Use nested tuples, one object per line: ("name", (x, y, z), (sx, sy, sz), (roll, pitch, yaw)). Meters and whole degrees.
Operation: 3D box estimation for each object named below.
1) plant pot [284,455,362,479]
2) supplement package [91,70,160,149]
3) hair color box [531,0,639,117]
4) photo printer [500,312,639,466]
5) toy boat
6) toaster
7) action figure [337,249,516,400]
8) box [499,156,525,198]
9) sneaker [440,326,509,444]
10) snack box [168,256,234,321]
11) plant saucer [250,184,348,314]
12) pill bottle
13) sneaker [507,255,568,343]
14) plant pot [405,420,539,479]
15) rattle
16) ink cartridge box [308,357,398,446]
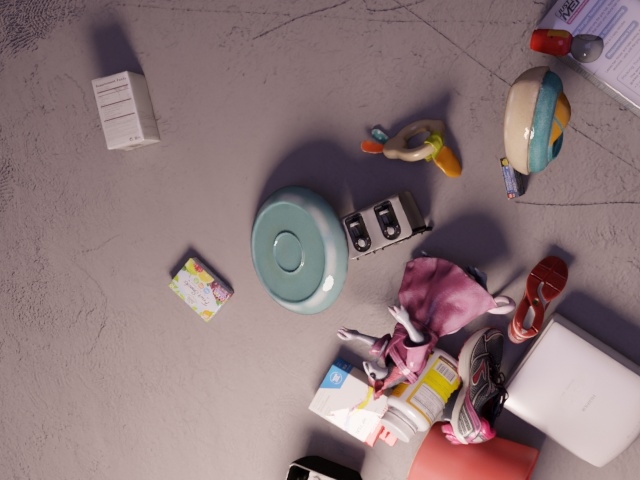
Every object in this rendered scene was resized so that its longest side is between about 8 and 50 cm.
("plant pot", (0.006, 0.633, 1.954), (0.188, 0.167, 0.188), (18, 100, 10))
("supplement package", (-0.493, -0.328, 2.016), (0.105, 0.105, 0.179), (-13, 92, 14))
("hair color box", (0.671, -0.415, 1.735), (0.374, 0.113, 0.185), (39, 102, 7))
("photo printer", (0.597, 0.352, 1.822), (0.308, 0.107, 0.256), (34, 101, 8))
("toy boat", (0.480, -0.303, 1.644), (0.148, 0.267, 0.318), (15, 74, 20))
("toaster", (0.151, -0.036, 1.865), (0.168, 0.186, 0.110), (-22, 87, 22))
("action figure", (0.224, 0.215, 1.831), (0.276, 0.248, 0.370), (34, 75, -16))
("box", (0.436, -0.145, 1.800), (0.027, 0.137, 0.093), (-12, 92, 21))
("sneaker", (0.376, 0.330, 1.803), (0.112, 0.299, 0.121), (-15, 131, 43))
("snack box", (-0.308, 0.125, 2.048), (0.141, 0.037, 0.100), (42, 104, 6))
("plant saucer", (-0.066, 0.027, 1.904), (0.318, 0.044, 0.317), (9, 103, 42))
("pill bottle", (0.236, 0.363, 1.859), (0.117, 0.117, 0.215), (39, 71, 7))
("sneaker", (0.491, 0.142, 1.847), (0.087, 0.128, 0.221), (35, 68, 8))
("plant pot", (0.342, 0.557, 1.834), (0.243, 0.275, 0.274), (22, 100, 22))
("rattle", (0.218, -0.208, 1.902), (0.200, 0.143, 0.130), (-15, 59, 29))
("ink cartridge box", (0.105, 0.409, 1.956), (0.231, 0.078, 0.134), (29, 101, 8))
